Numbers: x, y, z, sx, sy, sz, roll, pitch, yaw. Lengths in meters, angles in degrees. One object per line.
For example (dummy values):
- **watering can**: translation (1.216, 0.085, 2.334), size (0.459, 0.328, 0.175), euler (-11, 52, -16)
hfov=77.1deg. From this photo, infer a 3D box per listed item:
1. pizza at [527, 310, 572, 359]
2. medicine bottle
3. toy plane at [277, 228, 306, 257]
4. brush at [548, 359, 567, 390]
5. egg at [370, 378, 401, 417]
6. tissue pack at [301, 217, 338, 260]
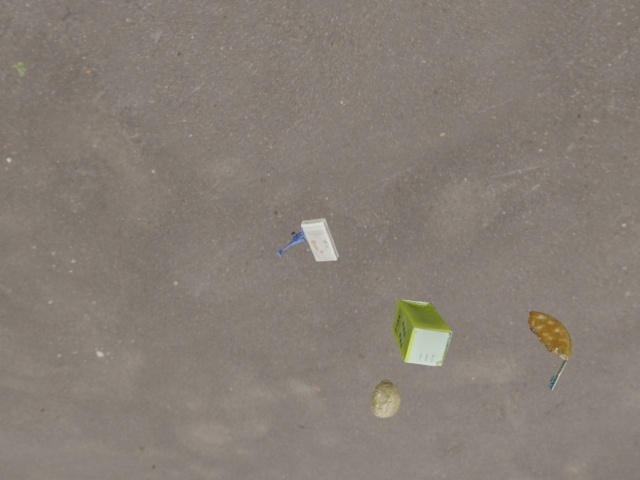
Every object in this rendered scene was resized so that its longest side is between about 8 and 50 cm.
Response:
- **pizza**: translation (0.914, 0.372, 1.599), size (0.127, 0.246, 0.058), euler (-28, 121, -1)
- **medicine bottle**: translation (0.351, 0.323, 1.437), size (0.141, 0.250, 0.136), euler (6, 105, -4)
- **toy plane**: translation (-0.108, 0.007, 1.647), size (0.167, 0.062, 0.054), euler (-36, 127, -11)
- **brush**: translation (0.595, 0.337, 1.011), size (0.013, 0.016, 0.083), euler (27, 95, 14)
- **egg**: translation (0.247, 0.604, 1.528), size (0.116, 0.140, 0.118), euler (35, 165, -30)
- **tissue pack**: translation (0.000, 0.000, 0.894), size (0.056, 0.023, 0.108), euler (-4, 126, 24)
